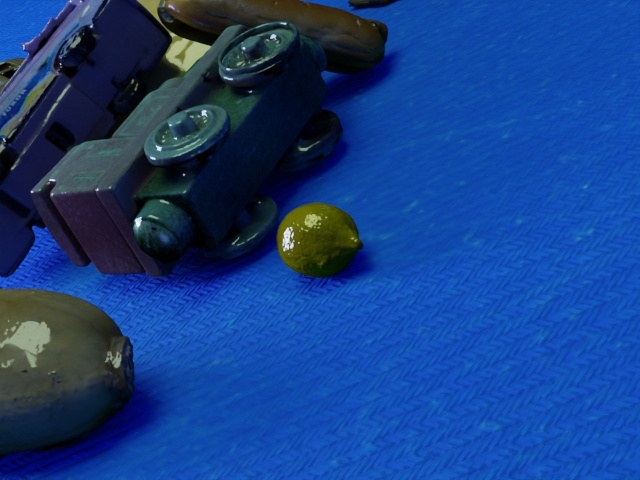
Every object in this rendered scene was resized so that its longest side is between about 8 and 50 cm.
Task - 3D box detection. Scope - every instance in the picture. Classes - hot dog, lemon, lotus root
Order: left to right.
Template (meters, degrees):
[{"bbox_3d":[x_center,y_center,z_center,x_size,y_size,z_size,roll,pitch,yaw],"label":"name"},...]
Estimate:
[{"bbox_3d":[-0.281,0.112,1.193,0.303,0.131,0.146,-9,33,34],"label":"lotus root"},{"bbox_3d":[-0.047,-0.229,1.480,0.100,0.249,0.068,177,103,-70],"label":"hot dog"},{"bbox_3d":[0.000,0.000,1.191,0.092,0.065,0.065,0,39,45],"label":"lemon"}]

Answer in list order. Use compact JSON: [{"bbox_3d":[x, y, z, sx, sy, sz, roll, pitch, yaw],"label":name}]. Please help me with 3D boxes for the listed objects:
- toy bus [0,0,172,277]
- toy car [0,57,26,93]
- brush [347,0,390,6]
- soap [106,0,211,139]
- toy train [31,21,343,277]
[{"bbox_3d":[-0.295,-0.122,1.483,0.138,0.112,0.317,20,71,51],"label":"toy bus"},{"bbox_3d":[-0.386,-0.172,1.827,0.124,0.101,0.257,-35,26,-17],"label":"toy car"},{"bbox_3d":[0.102,-0.293,1.653,0.170,0.014,0.043,4,43,47],"label":"brush"},{"bbox_3d":[-0.192,-0.184,1.608,0.306,0.115,0.427,-1,58,37],"label":"soap"},{"bbox_3d":[-0.120,-0.093,1.364,0.221,0.150,0.304,-1,39,37],"label":"toy train"}]
